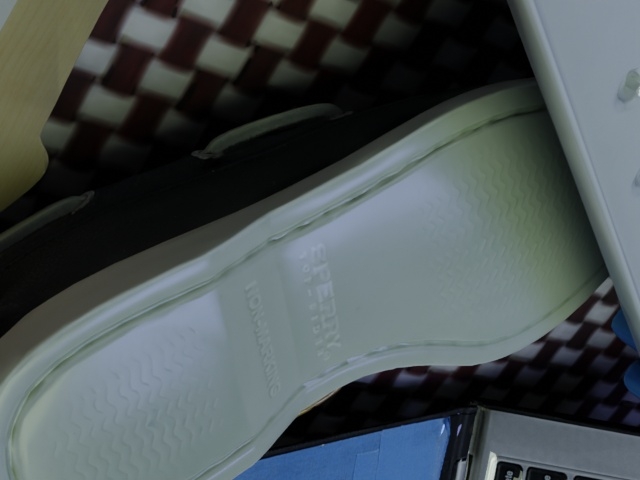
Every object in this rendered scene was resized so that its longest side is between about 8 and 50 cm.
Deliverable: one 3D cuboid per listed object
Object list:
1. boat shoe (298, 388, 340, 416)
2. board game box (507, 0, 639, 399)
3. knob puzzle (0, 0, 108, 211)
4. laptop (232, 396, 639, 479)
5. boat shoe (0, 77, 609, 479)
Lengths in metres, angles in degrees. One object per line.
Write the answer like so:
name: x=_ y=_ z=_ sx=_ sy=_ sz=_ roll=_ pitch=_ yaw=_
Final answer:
boat shoe: x=-0.046 y=0.055 z=0.489 sx=0.152 sy=0.056 sz=0.049 roll=-28 pitch=105 yaw=-16
board game box: x=0.214 y=-0.148 z=0.426 sx=0.390 sy=0.050 sz=0.390 roll=-43 pitch=138 yaw=-9
knob puzzle: x=-0.164 y=-0.048 z=0.339 sx=0.213 sy=0.030 sz=0.213 roll=-18 pitch=135 yaw=-19
laptop: x=0.084 y=0.287 z=0.520 sx=0.407 sy=0.236 sz=0.382 roll=10 pitch=100 yaw=6
boat shoe: x=0.000 y=0.000 z=0.444 sx=0.302 sy=0.091 sz=0.114 roll=-18 pitch=120 yaw=-33
